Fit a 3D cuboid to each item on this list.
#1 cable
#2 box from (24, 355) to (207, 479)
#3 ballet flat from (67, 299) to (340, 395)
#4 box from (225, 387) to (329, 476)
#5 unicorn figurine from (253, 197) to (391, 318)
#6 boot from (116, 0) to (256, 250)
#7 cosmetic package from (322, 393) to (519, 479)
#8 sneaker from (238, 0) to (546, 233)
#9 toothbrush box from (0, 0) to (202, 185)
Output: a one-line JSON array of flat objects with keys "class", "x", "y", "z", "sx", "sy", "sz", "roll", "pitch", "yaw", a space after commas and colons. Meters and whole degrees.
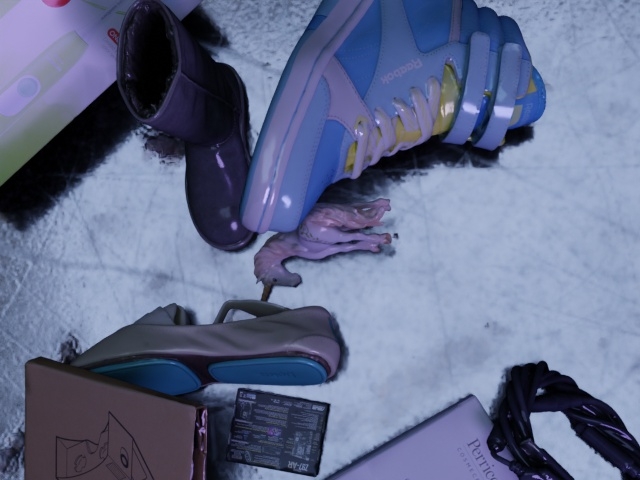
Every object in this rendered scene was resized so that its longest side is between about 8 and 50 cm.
[{"class": "cable", "x": 0.216, "y": 0.185, "z": 1.193, "sx": 0.184, "sy": 0.150, "sz": 0.047, "roll": 37, "pitch": 127, "yaw": -14}, {"class": "box", "x": -0.178, "y": 0.196, "z": 1.205, "sx": 0.201, "sy": 0.021, "sz": 0.164, "roll": 11, "pitch": 104, "yaw": 37}, {"class": "ballet flat", "x": -0.103, "y": 0.092, "z": 1.253, "sx": 0.249, "sy": 0.086, "sz": 0.086, "roll": -3, "pitch": 85, "yaw": 10}, {"class": "box", "x": -0.038, "y": 0.170, "z": 1.266, "sx": 0.083, "sy": 0.018, "sz": 0.067, "roll": 9, "pitch": 86, "yaw": 6}, {"class": "unicorn figurine", "x": 0.000, "y": 0.000, "z": 1.242, "sx": 0.111, "sy": 0.162, "sz": 0.060, "roll": -6, "pitch": 60, "yaw": -12}, {"class": "boot", "x": -0.107, "y": -0.091, "z": 1.200, "sx": 0.076, "sy": 0.208, "sz": 0.189, "roll": -11, "pitch": 84, "yaw": 5}, {"class": "cosmetic package", "x": 0.106, "y": 0.361, "z": 1.198, "sx": 0.284, "sy": 0.097, "sz": 0.377, "roll": -30, "pitch": 83, "yaw": 3}, {"class": "sneaker", "x": 0.072, "y": -0.105, "z": 1.182, "sx": 0.208, "sy": 0.127, "sz": 0.319, "roll": 25, "pitch": 58, "yaw": 2}, {"class": "toothbrush box", "x": -0.280, "y": -0.199, "z": 1.221, "sx": 0.283, "sy": 0.122, "sz": 0.206, "roll": -42, "pitch": 123, "yaw": -1}]
